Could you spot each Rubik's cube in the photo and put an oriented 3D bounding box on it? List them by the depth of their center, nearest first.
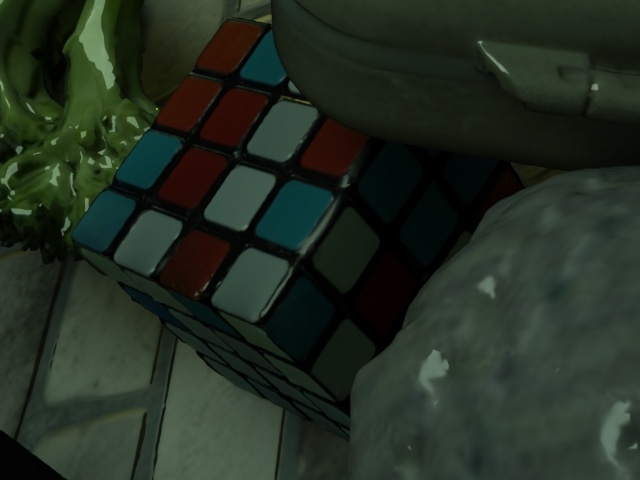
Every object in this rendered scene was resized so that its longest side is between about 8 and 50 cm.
[{"bbox_3d":[0.000,0.000,0.639,0.155,0.154,0.151,18,69,44],"label":"Rubik's cube"}]

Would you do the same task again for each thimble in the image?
[{"bbox_3d":[0.121,0.097,0.434,0.157,0.217,0.245,14,82,47],"label":"thimble"}]

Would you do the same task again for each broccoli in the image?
[{"bbox_3d":[-0.143,-0.209,0.814,0.353,0.275,0.397,27,96,17],"label":"broccoli"}]

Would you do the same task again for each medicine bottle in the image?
[{"bbox_3d":[0.172,-0.135,0.534,0.375,0.123,0.282,7,52,3],"label":"medicine bottle"}]

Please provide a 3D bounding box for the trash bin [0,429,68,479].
[{"bbox_3d":[-0.213,0.201,0.630,0.115,0.165,0.225,-20,44,24],"label":"trash bin"}]
